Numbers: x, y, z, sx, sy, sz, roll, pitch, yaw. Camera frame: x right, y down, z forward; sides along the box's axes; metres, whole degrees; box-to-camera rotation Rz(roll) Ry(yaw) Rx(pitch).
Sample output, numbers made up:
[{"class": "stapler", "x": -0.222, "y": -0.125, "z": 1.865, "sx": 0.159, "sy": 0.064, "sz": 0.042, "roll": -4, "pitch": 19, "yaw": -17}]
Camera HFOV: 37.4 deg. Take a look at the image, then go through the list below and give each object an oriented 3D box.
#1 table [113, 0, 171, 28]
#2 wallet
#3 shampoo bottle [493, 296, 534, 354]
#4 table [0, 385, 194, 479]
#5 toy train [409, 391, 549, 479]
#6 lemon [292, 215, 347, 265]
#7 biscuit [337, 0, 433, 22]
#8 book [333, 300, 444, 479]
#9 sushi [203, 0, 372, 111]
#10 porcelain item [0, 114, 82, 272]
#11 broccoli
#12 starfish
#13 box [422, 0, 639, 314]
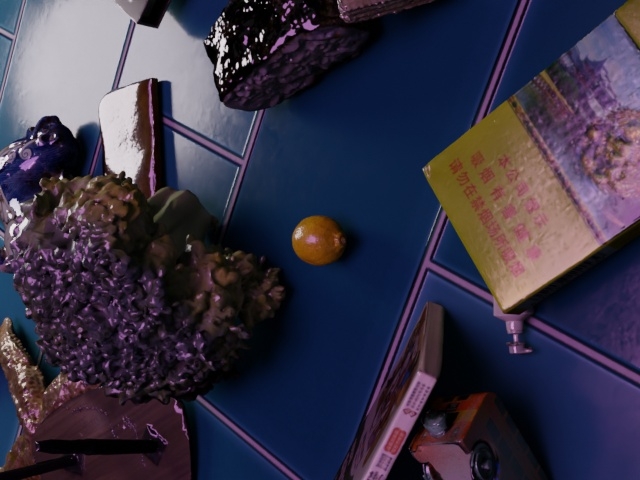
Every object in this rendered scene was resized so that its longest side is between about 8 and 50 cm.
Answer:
[{"class": "table", "x": -0.250, "y": -0.440, "z": 1.329, "sx": 0.121, "sy": 0.111, "sz": 0.240, "roll": 44, "pitch": 115, "yaw": 29}, {"class": "wallet", "x": -0.288, "y": -0.113, "z": 1.440, "sx": 0.137, "sy": 0.031, "sz": 0.255, "roll": -10, "pitch": 81, "yaw": 42}, {"class": "shampoo bottle", "x": 0.199, "y": 0.050, "z": 0.993, "sx": 0.049, "sy": 0.034, "sz": 0.141, "roll": -8, "pitch": 83, "yaw": 34}, {"class": "table", "x": -0.348, "y": 0.372, "z": 1.287, "sx": 0.317, "sy": 0.249, "sz": 0.317, "roll": 2, "pitch": 94, "yaw": 29}, {"class": "toy train", "x": 0.163, "y": 0.229, "z": 0.932, "sx": 0.072, "sy": 0.099, "sz": 0.188, "roll": -15, "pitch": 114, "yaw": 43}, {"class": "lemon", "x": 0.000, "y": 0.000, "z": 1.153, "sx": 0.083, "sy": 0.062, "sz": 0.062, "roll": -2, "pitch": 87, "yaw": 43}, {"class": "biscuit", "x": 0.062, "y": -0.372, "z": 1.084, "sx": 0.147, "sy": 0.046, "sz": 0.250, "roll": -17, "pitch": 73, "yaw": 2}, {"class": "book", "x": 0.064, "y": 0.211, "z": 1.012, "sx": 0.027, "sy": 0.202, "sz": 0.264, "roll": 25, "pitch": 108, "yaw": 0}, {"class": "sushi", "x": -0.049, "y": -0.257, "z": 1.170, "sx": 0.225, "sy": 0.124, "sz": 0.127, "roll": -27, "pitch": 72, "yaw": 39}, {"class": "porcelain item", "x": -0.439, "y": -0.055, "z": 1.519, "sx": 0.186, "sy": 0.138, "sz": 0.288, "roll": -39, "pitch": 57, "yaw": 14}, {"class": "broccoli", "x": -0.239, "y": 0.047, "z": 1.242, "sx": 0.348, "sy": 0.281, "sz": 0.293, "roll": 44, "pitch": 135, "yaw": -12}, {"class": "starfish", "x": -0.468, "y": 0.269, "z": 1.553, "sx": 0.432, "sy": 0.082, "sz": 0.324, "roll": -19, "pitch": 78, "yaw": 42}, {"class": "box", "x": 0.270, "y": -0.094, "z": 0.906, "sx": 0.335, "sy": 0.047, "sz": 0.187, "roll": -39, "pitch": 63, "yaw": 26}]
